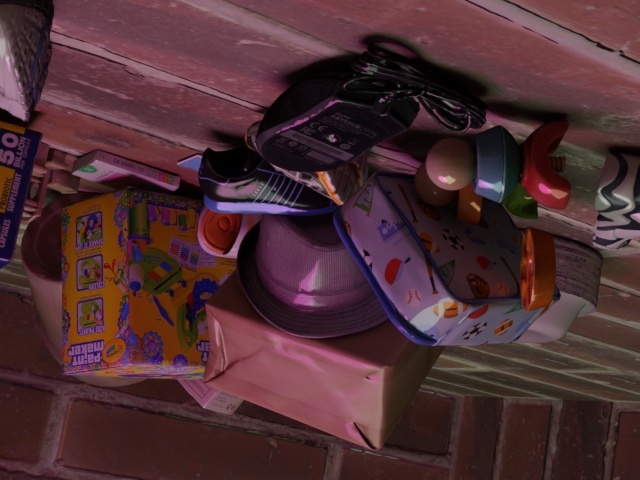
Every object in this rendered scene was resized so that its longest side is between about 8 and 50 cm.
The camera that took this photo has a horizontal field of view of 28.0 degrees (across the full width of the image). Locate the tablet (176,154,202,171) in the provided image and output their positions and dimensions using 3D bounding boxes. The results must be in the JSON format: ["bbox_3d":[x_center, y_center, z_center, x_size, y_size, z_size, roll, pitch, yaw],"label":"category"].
[{"bbox_3d":[-0.176,-0.114,1.923,0.054,0.006,0.083,16,166,-26],"label":"tablet"}]

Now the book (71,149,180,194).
[{"bbox_3d":[-0.306,-0.105,2.029,0.144,0.035,0.096,18,162,-30],"label":"book"}]

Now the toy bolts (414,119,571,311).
[{"bbox_3d":[0.194,-0.039,1.503,0.158,0.218,0.228,1,158,0],"label":"toy bolts"}]

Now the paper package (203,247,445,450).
[{"bbox_3d":[0.026,0.111,1.927,0.309,0.325,0.168,18,130,18],"label":"paper package"}]

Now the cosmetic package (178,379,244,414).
[{"bbox_3d":[-0.134,0.141,2.292,0.160,0.309,0.113,44,-175,28],"label":"cosmetic package"}]

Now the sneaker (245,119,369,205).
[{"bbox_3d":[-0.012,-0.106,1.660,0.083,0.084,0.215,5,159,38],"label":"sneaker"}]

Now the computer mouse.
[{"bbox_3d":[0.037,-0.150,1.439,0.188,0.072,0.272,21,152,-37],"label":"computer mouse"}]

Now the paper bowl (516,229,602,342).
[{"bbox_3d":[0.312,0.081,2.109,0.284,0.148,0.284,9,167,2],"label":"paper bowl"}]

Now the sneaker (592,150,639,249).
[{"bbox_3d":[0.422,-0.032,1.589,0.153,0.094,0.235,15,160,17],"label":"sneaker"}]

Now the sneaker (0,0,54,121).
[{"bbox_3d":[-0.365,-0.205,1.409,0.129,0.111,0.297,18,166,-11],"label":"sneaker"}]

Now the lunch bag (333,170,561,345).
[{"bbox_3d":[0.165,0.017,1.665,0.303,0.243,0.115,4,136,-52],"label":"lunch bag"}]

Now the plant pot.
[{"bbox_3d":[-0.402,0.062,2.347,0.323,0.323,0.280,6,150,18],"label":"plant pot"}]

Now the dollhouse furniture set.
[{"bbox_3d":[-0.443,-0.082,2.064,0.161,0.101,0.182,-1,164,43],"label":"dollhouse furniture set"}]

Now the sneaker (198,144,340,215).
[{"bbox_3d":[-0.051,-0.090,1.758,0.232,0.081,0.090,-4,137,-1],"label":"sneaker"}]

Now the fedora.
[{"bbox_3d":[0.000,0.000,1.824,0.244,0.275,0.124,-7,128,-6],"label":"fedora"}]

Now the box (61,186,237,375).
[{"bbox_3d":[-0.256,0.081,2.105,0.177,0.279,0.290,-12,165,40],"label":"box"}]

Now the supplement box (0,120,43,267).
[{"bbox_3d":[-0.598,-0.092,1.798,0.356,0.194,0.195,15,167,-20],"label":"supplement box"}]

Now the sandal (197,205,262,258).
[{"bbox_3d":[-0.078,-0.017,2.112,0.265,0.102,0.076,8,171,-37],"label":"sandal"}]
